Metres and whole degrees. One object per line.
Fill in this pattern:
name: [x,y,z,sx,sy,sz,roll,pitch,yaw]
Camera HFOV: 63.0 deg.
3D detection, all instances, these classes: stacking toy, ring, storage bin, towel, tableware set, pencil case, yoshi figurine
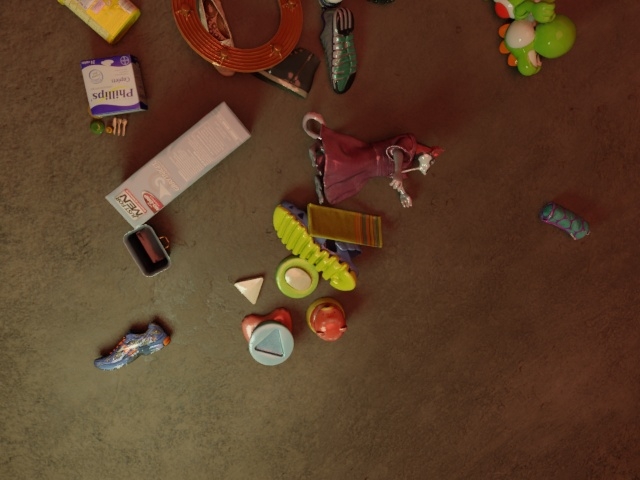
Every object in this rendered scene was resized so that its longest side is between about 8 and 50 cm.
stacking toy: [-0.091,0.208,1.517,0.309,0.130,0.279,-22,104,-4]
ring: [-0.204,-0.594,1.325,0.337,0.032,0.336,2,83,-18]
storage bin: [-0.465,0.016,1.442,0.098,0.091,0.135,-27,105,-2]
towel: [0.073,-0.042,1.484,0.237,0.021,0.102,9,62,-26]
tableware set: [-0.562,-0.357,1.386,0.104,0.024,0.154,7,102,-6]
pencil case: [0.757,-0.059,1.616,0.152,0.064,0.070,26,81,-12]
yoshi figurine: [0.590,-0.640,1.408,0.204,0.203,0.361,-19,107,-11]

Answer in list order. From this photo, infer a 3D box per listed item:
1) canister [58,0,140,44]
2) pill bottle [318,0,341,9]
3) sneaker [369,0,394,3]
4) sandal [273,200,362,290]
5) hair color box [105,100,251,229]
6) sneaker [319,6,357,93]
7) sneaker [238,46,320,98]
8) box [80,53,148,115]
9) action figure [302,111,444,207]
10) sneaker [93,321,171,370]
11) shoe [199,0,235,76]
canister: [-0.557,-0.595,1.310,0.170,0.073,0.126,41,93,-15]
pill bottle: [0.033,-0.648,1.358,0.067,0.120,0.066,-2,102,-8]
sneaker: [0.062,-0.755,1.350,0.344,0.134,0.146,20,92,-21]
sandal: [0.000,0.000,1.507,0.317,0.126,0.138,44,56,-7]
hair color box: [-0.360,-0.201,1.362,0.374,0.185,0.113,-39,105,1]
sneaker: [0.043,-0.519,1.423,0.083,0.098,0.223,-22,128,-32]
sneaker: [-0.115,-0.482,1.400,0.222,0.083,0.118,23,93,-22]
box: [-0.524,-0.394,1.332,0.126,0.072,0.137,-9,103,-2]
action figure: [0.156,-0.229,1.459,0.371,0.248,0.275,-15,77,-4]
sneaker: [-0.548,0.304,1.506,0.221,0.083,0.087,-24,91,-8]
shoe: [-0.273,-0.541,1.368,0.077,0.058,0.218,-17,104,-4]
